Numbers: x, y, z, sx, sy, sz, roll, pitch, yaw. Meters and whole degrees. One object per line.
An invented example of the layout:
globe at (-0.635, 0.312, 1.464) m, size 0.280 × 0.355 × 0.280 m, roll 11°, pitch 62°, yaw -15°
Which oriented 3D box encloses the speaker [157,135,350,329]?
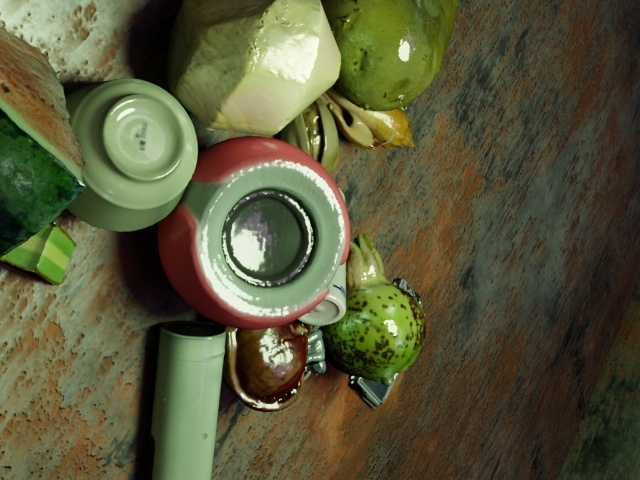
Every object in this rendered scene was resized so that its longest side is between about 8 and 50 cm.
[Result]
speaker at (-0.105, -0.005, 1.387) m, size 0.294 × 0.294 × 0.294 m, roll -21°, pitch 117°, yaw -50°

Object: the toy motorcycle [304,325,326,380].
toy motorcycle at (-0.039, 0.197, 1.677) m, size 0.193 × 0.124 × 0.061 m, roll -65°, pitch -172°, yaw -8°

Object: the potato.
potato at (0.120, -0.400, 1.635) m, size 0.269 × 0.219 × 0.359 m, roll 57°, pitch 41°, yaw -28°

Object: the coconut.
coconut at (-0.090, -0.270, 1.337) m, size 0.259 × 0.259 × 0.259 m, roll -21°, pitch 117°, yaw -50°

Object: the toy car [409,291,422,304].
toy car at (0.200, 0.160, 2.025) m, size 0.041 × 0.025 × 0.093 m, roll 31°, pitch 71°, yaw -54°

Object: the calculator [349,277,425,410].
calculator at (0.155, 0.231, 2.033) m, size 0.274 × 0.028 × 0.165 m, roll -63°, pitch 143°, yaw -20°

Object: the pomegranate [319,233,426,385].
pomegranate at (0.101, 0.136, 1.777) m, size 0.204 × 0.222 × 0.276 m, roll 26°, pitch 61°, yaw -34°

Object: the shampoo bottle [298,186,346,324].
shampoo bottle at (0.000, 0.000, 1.589) m, size 0.092 × 0.092 × 0.303 m, roll 59°, pitch 24°, yaw -45°

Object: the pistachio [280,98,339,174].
pistachio at (-0.019, -0.178, 1.605) m, size 0.113 × 0.113 × 0.149 m, roll -7°, pitch 98°, yaw -54°

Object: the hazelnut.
hazelnut at (-0.102, 0.182, 1.538) m, size 0.170 × 0.161 × 0.201 m, roll -48°, pitch 143°, yaw -43°

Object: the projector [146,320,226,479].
projector at (-0.218, 0.300, 1.460) m, size 0.108 × 0.108 × 0.337 m, roll -4°, pitch 103°, yaw -54°

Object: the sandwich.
sandwich at (-0.385, 0.009, 1.222) m, size 0.116 × 0.074 × 0.074 m, roll 96°, pitch 14°, yaw -77°

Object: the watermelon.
watermelon at (-0.424, -0.123, 1.044) m, size 0.250 × 0.292 × 0.283 m, roll -32°, pitch 107°, yaw 2°

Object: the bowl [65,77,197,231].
bowl at (-0.250, -0.123, 1.207) m, size 0.211 × 0.112 × 0.211 m, roll 6°, pitch 78°, yaw -31°

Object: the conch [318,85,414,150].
conch at (0.069, -0.241, 1.733) m, size 0.330 × 0.093 × 0.109 m, roll 24°, pitch 98°, yaw -35°
